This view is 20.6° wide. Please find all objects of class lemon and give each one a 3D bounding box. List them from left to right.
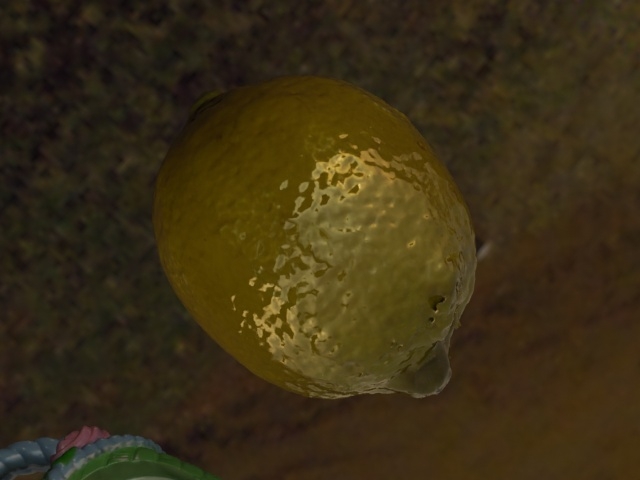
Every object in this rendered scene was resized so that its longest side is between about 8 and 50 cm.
[{"bbox_3d":[0.000,0.000,1.466,0.245,0.320,0.245,-41,174,-6],"label":"lemon"}]

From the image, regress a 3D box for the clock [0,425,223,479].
[{"bbox_3d":[-0.124,0.171,0.799,0.100,0.195,0.194,80,30,-41],"label":"clock"}]
